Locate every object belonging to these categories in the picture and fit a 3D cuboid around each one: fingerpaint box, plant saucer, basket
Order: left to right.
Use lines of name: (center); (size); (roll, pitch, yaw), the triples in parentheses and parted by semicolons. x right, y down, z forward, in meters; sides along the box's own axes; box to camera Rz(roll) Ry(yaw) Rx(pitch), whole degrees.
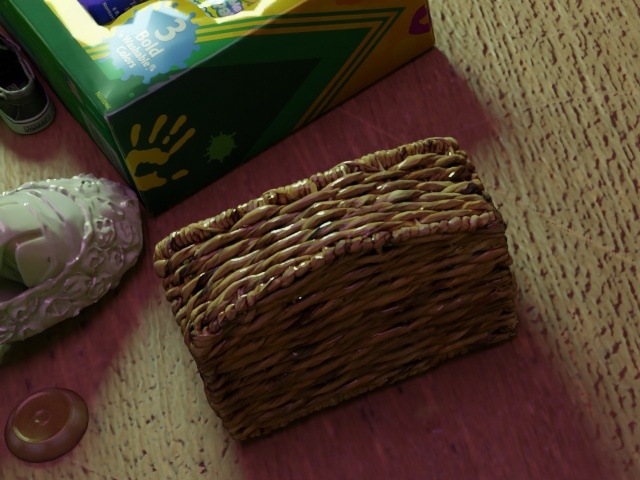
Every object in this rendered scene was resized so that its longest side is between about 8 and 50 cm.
plant saucer: (-0.261, 0.170, 1.477); (0.083, 0.015, 0.083); (-8, 50, 10)
fingerpaint box: (-0.153, -0.294, 1.734); (0.371, 0.163, 0.445); (-31, 50, -11)
basket: (0.000, 0.000, 1.414); (0.299, 0.213, 0.223); (-21, 49, -2)

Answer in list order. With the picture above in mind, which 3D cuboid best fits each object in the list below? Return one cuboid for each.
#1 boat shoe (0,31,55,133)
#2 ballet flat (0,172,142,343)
boat shoe: (-0.374, -0.206, 1.784); (0.078, 0.070, 0.219); (-37, 51, -16)
ballet flat: (-0.338, 0.038, 1.486); (0.409, 0.147, 0.147); (-29, 49, -23)
